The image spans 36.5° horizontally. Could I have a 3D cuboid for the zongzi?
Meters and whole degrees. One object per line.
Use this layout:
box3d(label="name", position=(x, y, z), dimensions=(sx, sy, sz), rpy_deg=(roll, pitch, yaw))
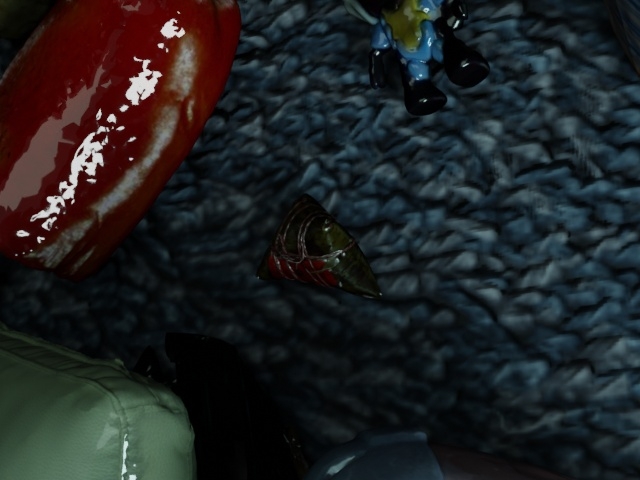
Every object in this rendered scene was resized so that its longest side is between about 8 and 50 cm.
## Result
box3d(label="zongzi", position=(0.000, 0.000, 0.614), dimensions=(0.083, 0.073, 0.067), rpy_deg=(26, 69, 27))

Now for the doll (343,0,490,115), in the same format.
box3d(label="doll", position=(0.046, -0.178, 0.647), dimensions=(0.096, 0.070, 0.195), rpy_deg=(-35, 67, 30))

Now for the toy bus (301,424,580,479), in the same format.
box3d(label="toy bus", position=(0.074, 0.235, 0.440), dimensions=(0.232, 0.197, 0.294), rpy_deg=(4, 79, -5))

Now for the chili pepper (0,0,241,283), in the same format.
box3d(label="chili pepper", position=(-0.125, -0.139, 0.675), dimensions=(0.338, 0.131, 0.134), rpy_deg=(-58, 37, 4))

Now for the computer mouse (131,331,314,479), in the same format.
box3d(label="computer mouse", position=(-0.068, 0.166, 0.594), dimensions=(0.146, 0.077, 0.241), rpy_deg=(-29, 66, 12))

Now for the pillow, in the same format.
box3d(label="pillow", position=(-0.183, 0.174, 0.565), dimensions=(0.322, 0.120, 0.255), rpy_deg=(7, 90, 49))

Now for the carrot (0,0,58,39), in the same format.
box3d(label="carrot", position=(-0.197, -0.292, 0.752), dimensions=(0.302, 0.139, 0.139), rpy_deg=(-49, 63, 3))

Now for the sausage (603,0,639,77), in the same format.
box3d(label="sausage", position=(0.230, -0.192, 0.448), dimensions=(0.233, 0.287, 0.233), rpy_deg=(-7, 72, 22))
